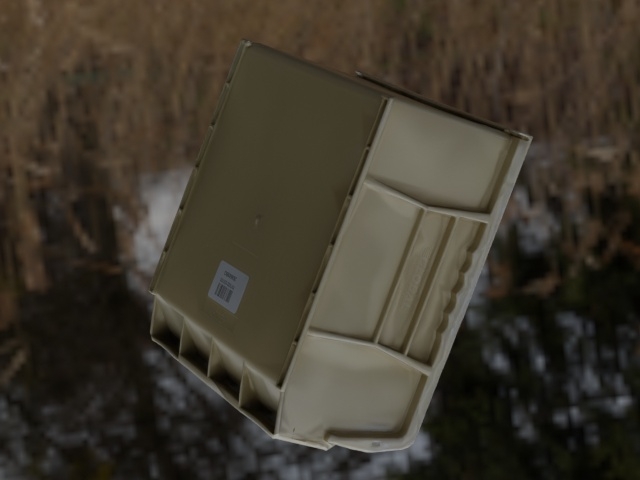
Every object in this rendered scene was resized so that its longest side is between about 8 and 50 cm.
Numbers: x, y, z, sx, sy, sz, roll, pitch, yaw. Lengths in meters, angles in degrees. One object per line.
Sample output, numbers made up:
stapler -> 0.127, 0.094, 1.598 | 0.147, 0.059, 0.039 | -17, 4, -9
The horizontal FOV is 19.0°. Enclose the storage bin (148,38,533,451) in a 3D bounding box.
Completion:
storage bin -> 0.000, 0.000, 1.450 | 0.123, 0.260, 0.262 | 17, -173, -30
